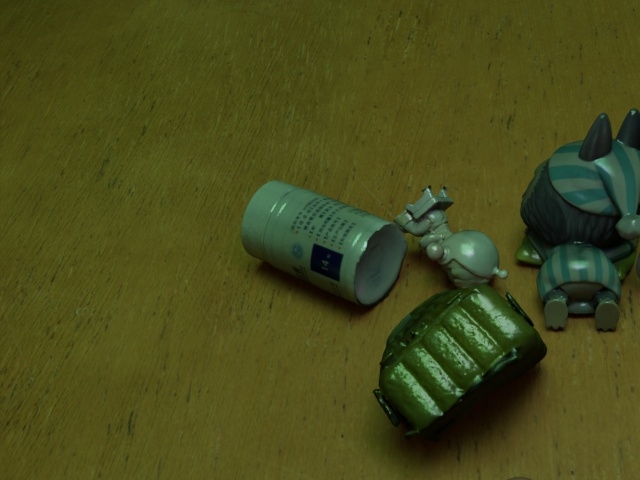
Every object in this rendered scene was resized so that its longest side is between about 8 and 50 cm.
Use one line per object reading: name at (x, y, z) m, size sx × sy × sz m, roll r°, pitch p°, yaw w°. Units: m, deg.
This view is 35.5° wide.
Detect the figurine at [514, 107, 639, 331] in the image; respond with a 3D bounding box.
figurine at (0.520, -0.078, 1.996) m, size 0.266 × 0.377 × 0.361 m, roll -1°, pitch 40°, yaw 12°

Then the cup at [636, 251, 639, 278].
cup at (0.754, 0.030, 1.943) m, size 0.167 × 0.221 × 0.202 m, roll -20°, pitch 42°, yaw -35°

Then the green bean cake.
green bean cake at (0.244, 0.217, 1.839) m, size 0.310 × 0.285 × 0.202 m, roll -39°, pitch 69°, yaw 2°

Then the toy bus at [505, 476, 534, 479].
toy bus at (0.331, 0.484, 1.507) m, size 0.194 × 0.232 × 0.288 m, roll -37°, pitch 48°, yaw -23°

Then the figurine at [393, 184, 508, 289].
figurine at (0.290, 0.006, 2.116) m, size 0.144 × 0.182 × 0.256 m, roll -41°, pitch 72°, yaw -1°

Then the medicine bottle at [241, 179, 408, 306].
medicine bottle at (0.000, 0.000, 2.163) m, size 0.332 × 0.190 × 0.190 m, roll 23°, pitch 51°, yaw 33°
